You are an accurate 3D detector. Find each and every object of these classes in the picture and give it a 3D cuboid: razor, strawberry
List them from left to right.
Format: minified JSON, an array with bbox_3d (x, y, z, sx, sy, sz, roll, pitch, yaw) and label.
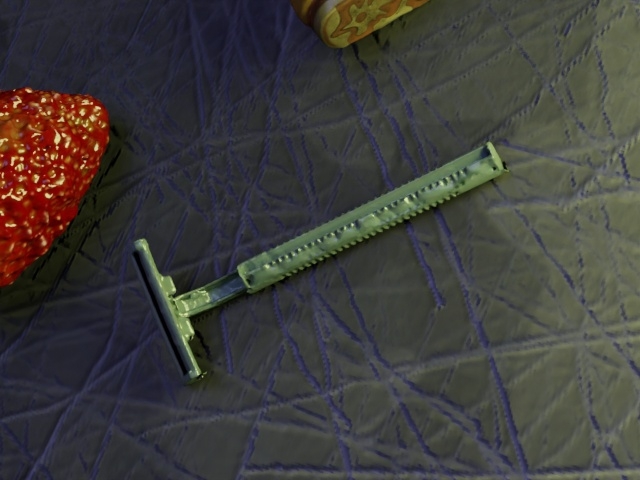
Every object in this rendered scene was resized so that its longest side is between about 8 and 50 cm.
[{"bbox_3d":[-0.199,-0.031,0.864,0.131,0.148,0.131,25,122,47],"label":"strawberry"},{"bbox_3d":[0.002,0.000,0.785,0.211,0.036,0.084,-25,83,10],"label":"razor"}]

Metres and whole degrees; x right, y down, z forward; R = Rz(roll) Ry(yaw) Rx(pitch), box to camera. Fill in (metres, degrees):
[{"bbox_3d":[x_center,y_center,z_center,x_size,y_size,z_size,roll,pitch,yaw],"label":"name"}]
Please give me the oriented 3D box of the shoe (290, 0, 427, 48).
[{"bbox_3d":[0.027,-0.161,0.812,0.109,0.072,0.069,-47,60,3],"label":"shoe"}]
